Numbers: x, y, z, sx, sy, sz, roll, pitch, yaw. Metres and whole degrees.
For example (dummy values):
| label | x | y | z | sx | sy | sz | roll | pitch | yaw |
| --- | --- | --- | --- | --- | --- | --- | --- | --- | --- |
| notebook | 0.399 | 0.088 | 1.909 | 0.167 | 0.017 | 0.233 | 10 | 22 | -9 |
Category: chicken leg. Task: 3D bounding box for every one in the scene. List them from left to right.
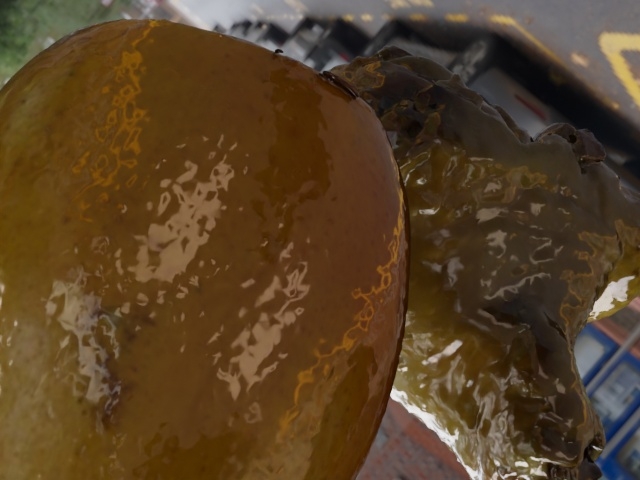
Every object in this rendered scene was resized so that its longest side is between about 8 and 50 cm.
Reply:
| label | x | y | z | sx | sy | sz | roll | pitch | yaw |
| --- | --- | --- | --- | --- | --- | --- | --- | --- | --- |
| chicken leg | 0.140 | 0.045 | 0.639 | 0.295 | 0.182 | 0.410 | -10 | -115 | -30 |

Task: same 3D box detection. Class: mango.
| label | x | y | z | sx | sy | sz | roll | pitch | yaw |
| --- | --- | --- | --- | --- | --- | --- | --- | --- | --- |
| mango | -0.061 | 0.053 | 0.376 | 0.187 | 0.257 | 0.138 | 18 | 164 | -33 |
